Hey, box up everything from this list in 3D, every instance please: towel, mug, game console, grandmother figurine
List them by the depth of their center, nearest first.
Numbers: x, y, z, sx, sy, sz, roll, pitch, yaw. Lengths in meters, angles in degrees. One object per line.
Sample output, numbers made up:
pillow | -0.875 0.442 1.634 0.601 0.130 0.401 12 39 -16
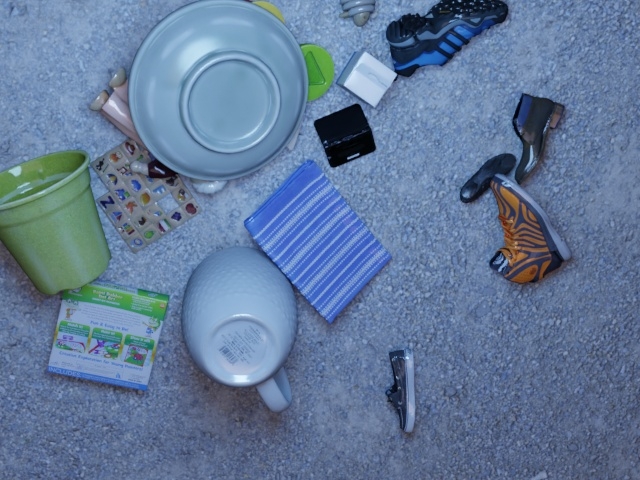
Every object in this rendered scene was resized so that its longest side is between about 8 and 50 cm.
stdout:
grandmother figurine | -0.356 -0.226 1.654 0.342 0.104 0.208 39 112 -16
mug | -0.164 0.229 1.684 0.276 0.328 0.374 -26 106 0
game console | 0.060 -0.252 1.750 0.122 0.071 0.107 -22 136 0
towel | 0.000 0.000 1.752 0.243 0.040 0.336 -45 107 -18

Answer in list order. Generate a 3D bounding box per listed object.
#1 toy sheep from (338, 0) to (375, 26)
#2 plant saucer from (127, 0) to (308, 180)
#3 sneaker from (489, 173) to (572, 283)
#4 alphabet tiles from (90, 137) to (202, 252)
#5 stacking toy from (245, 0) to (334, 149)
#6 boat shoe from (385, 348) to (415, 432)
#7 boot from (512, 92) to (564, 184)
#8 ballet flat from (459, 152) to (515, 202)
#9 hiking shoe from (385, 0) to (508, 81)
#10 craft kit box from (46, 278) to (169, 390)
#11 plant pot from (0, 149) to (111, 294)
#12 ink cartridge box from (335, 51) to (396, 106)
toy sheep | 0.081 -0.550 1.638 0.091 0.091 0.132 -13 101 -4
plant saucer | -0.198 -0.300 1.535 0.400 0.100 0.400 -11 120 -20
sneaker | 0.480 -0.007 1.798 0.180 0.124 0.321 -41 113 5
alphabet tiles | -0.429 -0.116 1.726 0.198 0.009 0.237 -32 106 2
stacking toy | -0.138 -0.376 1.667 0.279 0.130 0.309 20 107 -34
boat shoe | 0.207 0.396 1.908 0.076 0.080 0.229 -2 104 0
boot | 0.501 -0.253 1.779 0.106 0.082 0.219 25 92 -2
ballet flat | 0.414 -0.159 1.810 0.173 0.049 0.057 -39 79 -1
hiking shoe | 0.292 -0.480 1.688 0.304 0.113 0.132 -19 137 -8
craft kit box | -0.521 0.227 1.783 0.249 0.061 0.247 14 105 -11
plant pot | -0.599 -0.029 1.615 0.276 0.276 0.254 -18 117 -2
ink cartridge box | 0.103 -0.369 1.655 0.092 0.143 0.090 31 99 -13
